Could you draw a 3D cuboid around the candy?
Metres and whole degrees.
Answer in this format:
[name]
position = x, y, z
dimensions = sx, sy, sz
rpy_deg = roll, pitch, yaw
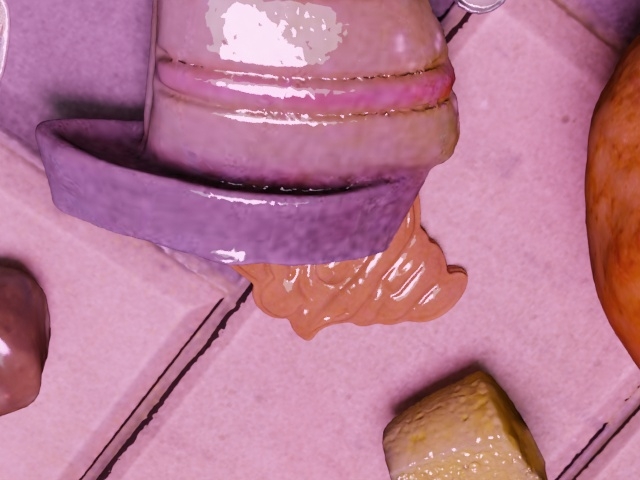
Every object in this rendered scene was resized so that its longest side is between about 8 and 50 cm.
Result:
[candy]
position = -0.320, 0.078, 1.001
dimensions = 0.234, 0.104, 0.102
rpy_deg = -6, 117, -3

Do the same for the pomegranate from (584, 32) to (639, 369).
[pomegranate]
position = 0.377, -0.030, 0.909
dimensions = 0.410, 0.410, 0.410
rpy_deg = -2, 112, -5

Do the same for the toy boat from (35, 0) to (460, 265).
[toy boat]
position = -0.031, -0.105, 0.915
dimensions = 0.276, 0.111, 0.293
rpy_deg = 22, 114, -12

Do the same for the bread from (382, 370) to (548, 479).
[bread]
position = 0.117, 0.172, 1.076
dimensions = 0.114, 0.111, 0.129
rpy_deg = -22, 114, 8

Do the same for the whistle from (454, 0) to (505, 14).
[whistle]
position = 0.020, -0.215, 0.937
dimensions = 0.235, 0.077, 0.114
rpy_deg = 0, 101, 1

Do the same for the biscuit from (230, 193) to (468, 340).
[biscuit]
position = 0.000, 0.000, 1.042
dimensions = 0.250, 0.035, 0.162
rpy_deg = 21, 104, -11

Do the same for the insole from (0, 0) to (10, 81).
[insole]
position = -0.277, -0.097, 0.988
dimensions = 0.065, 0.004, 0.197
rpy_deg = 20, 108, -13
